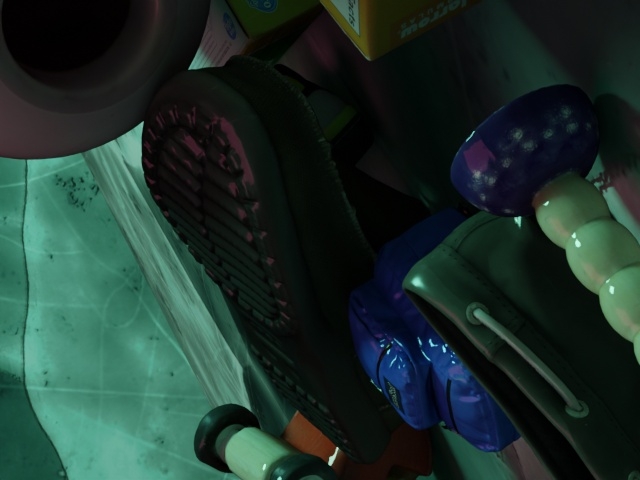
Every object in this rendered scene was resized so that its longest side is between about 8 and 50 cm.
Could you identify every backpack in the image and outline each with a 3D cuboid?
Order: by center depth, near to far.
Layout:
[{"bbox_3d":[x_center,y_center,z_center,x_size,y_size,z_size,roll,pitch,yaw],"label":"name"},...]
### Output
[{"bbox_3d":[0.081,0.062,0.856,0.120,0.101,0.098,48,168,37],"label":"backpack"}]

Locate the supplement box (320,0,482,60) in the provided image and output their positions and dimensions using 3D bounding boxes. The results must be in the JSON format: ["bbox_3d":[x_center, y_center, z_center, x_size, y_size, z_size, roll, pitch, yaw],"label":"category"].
[{"bbox_3d":[0.029,-0.176,0.606,0.080,0.078,0.233,54,166,23],"label":"supplement box"}]

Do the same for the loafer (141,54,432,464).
[{"bbox_3d":[0.000,0.000,0.939,0.134,0.130,0.366,39,164,31],"label":"loafer"}]

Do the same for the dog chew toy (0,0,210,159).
[{"bbox_3d":[-0.202,-0.178,0.922,0.332,0.206,0.207,37,152,53],"label":"dog chew toy"}]

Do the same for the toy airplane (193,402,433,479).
[{"bbox_3d":[0.017,0.328,1.296,0.384,0.272,0.386,-46,53,44],"label":"toy airplane"}]

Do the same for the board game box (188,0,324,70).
[{"bbox_3d":[-0.118,-0.261,1.029,0.316,0.064,0.242,59,168,-3],"label":"board game box"}]

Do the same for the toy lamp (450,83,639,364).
[{"bbox_3d":[0.153,0.057,0.599,0.275,0.080,0.080,59,168,27],"label":"toy lamp"}]

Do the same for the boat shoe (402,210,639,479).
[{"bbox_3d":[0.150,0.134,0.717,0.335,0.095,0.112,62,168,6],"label":"boat shoe"}]

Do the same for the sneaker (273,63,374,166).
[{"bbox_3d":[-0.037,-0.076,1.064,0.097,0.084,0.234,43,160,-10],"label":"sneaker"}]
